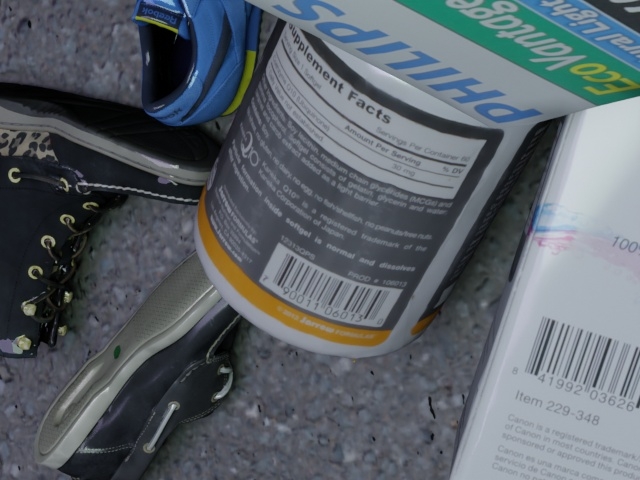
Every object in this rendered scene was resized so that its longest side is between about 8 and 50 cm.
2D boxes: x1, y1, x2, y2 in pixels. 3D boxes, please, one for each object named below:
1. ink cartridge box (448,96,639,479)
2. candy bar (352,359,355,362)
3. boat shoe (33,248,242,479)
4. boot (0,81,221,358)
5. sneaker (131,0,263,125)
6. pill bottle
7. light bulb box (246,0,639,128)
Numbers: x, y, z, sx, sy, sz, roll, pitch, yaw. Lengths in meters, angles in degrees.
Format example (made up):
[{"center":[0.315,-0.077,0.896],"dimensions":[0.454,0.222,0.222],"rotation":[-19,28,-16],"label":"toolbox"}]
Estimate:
[{"center":[0.219,0.014,0.976],"dimensions":[0.226,0.131,0.306],"rotation":[19,104,4],"label":"ink cartridge box"},{"center":[0.000,0.000,1.196],"dimensions":[0.040,0.018,0.161],"rotation":[-27,82,29],"label":"candy bar"},{"center":[-0.094,0.079,1.238],"dimensions":[0.079,0.084,0.233],"rotation":[35,110,-21],"label":"boat shoe"},{"center":[-0.167,-0.004,1.252],"dimensions":[0.236,0.085,0.178],"rotation":[16,106,33],"label":"boot"},{"center":[-0.077,-0.176,1.180],"dimensions":[0.069,0.082,0.209],"rotation":[13,101,29],"label":"sneaker"},{"center":[0.044,-0.078,1.044],"dimensions":[0.162,0.162,0.278],"rotation":[42,129,18],"label":"pill bottle"},{"center":[0.062,-0.281,0.749],"dimensions":[0.225,0.358,0.361],"rotation":[-10,67,43],"label":"light bulb box"}]
